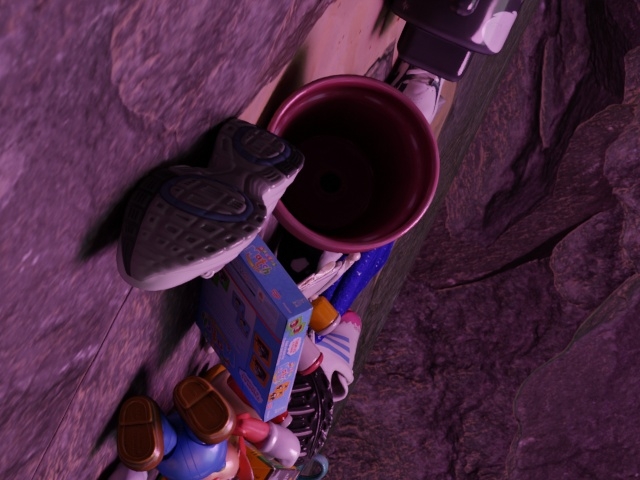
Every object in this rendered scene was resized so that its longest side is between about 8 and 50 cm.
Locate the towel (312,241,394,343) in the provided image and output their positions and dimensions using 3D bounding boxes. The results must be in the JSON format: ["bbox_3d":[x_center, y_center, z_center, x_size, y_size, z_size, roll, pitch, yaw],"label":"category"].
[{"bbox_3d":[0.067,0.020,1.840,0.228,0.076,0.308,-69,170,25],"label":"towel"}]

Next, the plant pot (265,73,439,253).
[{"bbox_3d":[0.020,-0.079,1.368,0.201,0.201,0.180,-62,-174,-9],"label":"plant pot"}]

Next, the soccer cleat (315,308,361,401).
[{"bbox_3d":[0.010,0.215,2.091,0.116,0.143,0.331,-32,176,20],"label":"soccer cleat"}]

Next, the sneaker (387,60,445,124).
[{"bbox_3d":[0.171,-0.289,1.853,0.235,0.094,0.153,-55,165,-43],"label":"sneaker"}]

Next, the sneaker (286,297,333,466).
[{"bbox_3d":[-0.042,0.189,1.681,0.108,0.100,0.271,116,-31,-74],"label":"sneaker"}]

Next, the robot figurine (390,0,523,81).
[{"bbox_3d":[0.198,-0.364,1.592,0.173,0.209,0.278,9,112,-41],"label":"robot figurine"}]

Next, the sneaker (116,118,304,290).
[{"bbox_3d":[-0.105,-0.011,1.098,0.129,0.111,0.297,-63,171,28],"label":"sneaker"}]

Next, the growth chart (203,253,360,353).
[{"bbox_3d":[-0.047,0.079,1.520,0.237,0.021,0.172,-25,168,-41],"label":"growth chart"}]

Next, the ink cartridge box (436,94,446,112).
[{"bbox_3d":[0.141,-0.174,2.146,0.225,0.056,0.181,-56,173,17],"label":"ink cartridge box"}]

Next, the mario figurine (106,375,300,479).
[{"bbox_3d":[-0.139,0.273,1.400,0.320,0.198,0.170,76,28,-69],"label":"mario figurine"}]

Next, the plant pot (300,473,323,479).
[{"bbox_3d":[-0.094,0.651,2.364,0.323,0.323,0.280,-60,-175,-24],"label":"plant pot"}]

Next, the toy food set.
[{"bbox_3d":[-0.053,0.180,1.523,0.232,0.104,0.111,-35,-168,24],"label":"toy food set"}]

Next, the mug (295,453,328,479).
[{"bbox_3d":[-0.080,0.383,2.074,0.129,0.158,0.097,8,116,-44],"label":"mug"}]

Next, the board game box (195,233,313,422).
[{"bbox_3d":[-0.080,0.085,1.310,0.039,0.160,0.211,-23,150,-28],"label":"board game box"}]

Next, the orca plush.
[{"bbox_3d":[0.018,-0.066,1.587,0.287,0.151,0.102,-43,137,22],"label":"orca plush"}]

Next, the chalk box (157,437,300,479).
[{"bbox_3d":[-0.126,0.347,1.697,0.132,0.132,0.213,-55,164,-4],"label":"chalk box"}]
